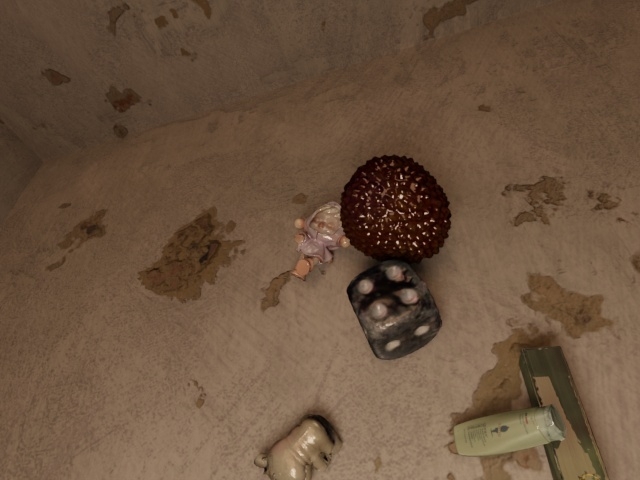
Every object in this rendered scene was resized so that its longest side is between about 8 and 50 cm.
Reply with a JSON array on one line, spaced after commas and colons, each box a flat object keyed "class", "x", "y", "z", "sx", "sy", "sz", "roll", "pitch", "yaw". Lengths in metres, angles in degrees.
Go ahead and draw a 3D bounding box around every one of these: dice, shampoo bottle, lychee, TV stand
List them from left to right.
[{"class": "dice", "x": 0.180, "y": 0.173, "z": 1.033, "sx": 0.183, "sy": 0.181, "sz": 0.182, "roll": -26, "pitch": 44, "yaw": 0}, {"class": "lychee", "x": 0.202, "y": -0.082, "z": 1.154, "sx": 0.330, "sy": 0.306, "sz": 0.306, "roll": 31, "pitch": 67, "yaw": 29}, {"class": "shampoo bottle", "x": 0.362, "y": 0.373, "z": 0.808, "sx": 0.212, "sy": 0.049, "sz": 0.072, "roll": -37, "pitch": 32, "yaw": 35}, {"class": "TV stand", "x": 0.475, "y": 0.355, "z": 0.818, "sx": 0.082, "sy": 0.088, "sz": 0.270, "roll": -8, "pitch": 51, "yaw": 13}]

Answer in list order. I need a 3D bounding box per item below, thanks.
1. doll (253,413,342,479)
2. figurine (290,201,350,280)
[{"class": "doll", "x": -0.047, "y": 0.480, "z": 0.920, "sx": 0.149, "sy": 0.095, "sz": 0.192, "roll": 29, "pitch": 63, "yaw": 36}, {"class": "figurine", "x": 0.000, "y": 0.000, "z": 1.296, "sx": 0.200, "sy": 0.133, "sz": 0.276, "roll": 23, "pitch": 66, "yaw": 22}]
